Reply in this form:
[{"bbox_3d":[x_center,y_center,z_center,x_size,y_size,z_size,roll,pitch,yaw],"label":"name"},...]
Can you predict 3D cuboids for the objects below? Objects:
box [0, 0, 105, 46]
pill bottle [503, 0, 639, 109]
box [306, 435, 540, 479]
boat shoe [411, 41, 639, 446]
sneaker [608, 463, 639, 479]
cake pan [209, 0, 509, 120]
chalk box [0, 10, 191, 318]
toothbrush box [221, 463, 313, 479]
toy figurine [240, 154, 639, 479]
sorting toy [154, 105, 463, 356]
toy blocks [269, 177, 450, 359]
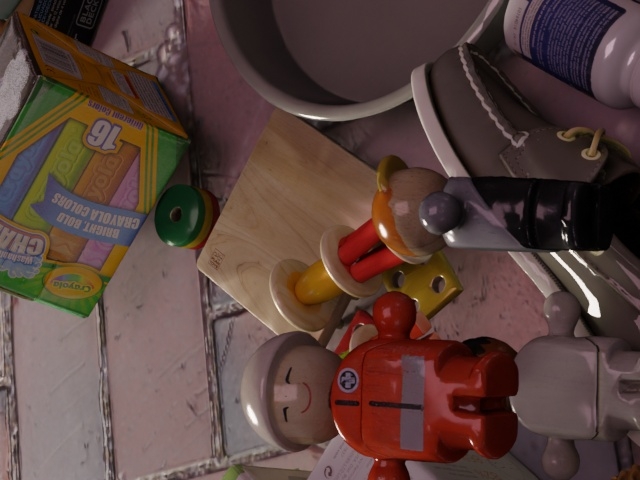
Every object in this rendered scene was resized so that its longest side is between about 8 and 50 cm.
[{"bbox_3d":[-0.329,-0.217,1.453,0.169,0.290,0.087,26,98,40],"label":"box"},{"bbox_3d":[0.176,-0.121,1.148,0.120,0.067,0.067,36,104,40],"label":"pill bottle"},{"bbox_3d":[0.087,0.187,1.118,0.170,0.130,0.091,42,108,38],"label":"box"},{"bbox_3d":[0.162,-0.011,1.115,0.091,0.109,0.305,-44,62,24],"label":"boat shoe"},{"bbox_3d":[0.248,0.150,1.038,0.185,0.084,0.070,-14,43,14],"label":"sneaker"},{"bbox_3d":[0.043,-0.221,1.290,0.293,0.054,0.293,-10,74,39],"label":"cake pan"},{"bbox_3d":[-0.213,-0.036,1.399,0.213,0.132,0.132,-58,29,17],"label":"chalk box"},{"bbox_3d":[-0.031,0.318,1.197,0.206,0.122,0.283,42,108,37],"label":"toothbrush box"},{"bbox_3d":[0.075,0.078,0.974,0.148,0.213,0.210,1,46,34],"label":"toy figurine"},{"bbox_3d":[0.000,0.000,1.287,0.274,0.046,0.132,37,105,40],"label":"sorting toy"},{"bbox_3d":[0.043,0.035,1.168,0.148,0.054,0.123,-34,61,36],"label":"toy blocks"}]
